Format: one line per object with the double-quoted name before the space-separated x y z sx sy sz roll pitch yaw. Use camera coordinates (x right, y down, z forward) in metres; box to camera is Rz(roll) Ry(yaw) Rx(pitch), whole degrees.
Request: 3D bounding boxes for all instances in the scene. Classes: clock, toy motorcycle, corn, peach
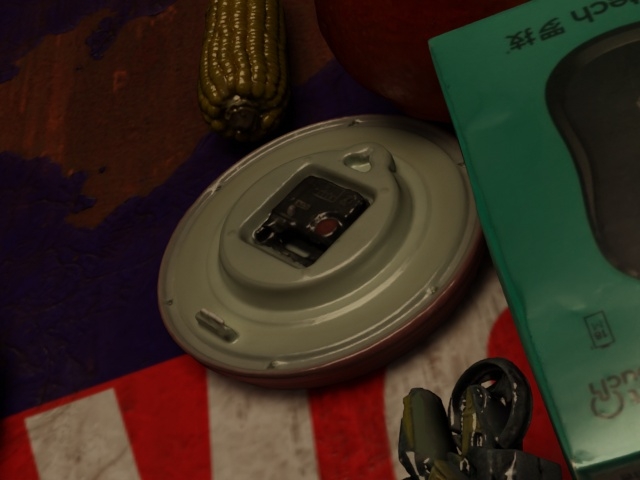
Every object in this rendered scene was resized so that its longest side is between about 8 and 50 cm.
"clock" -0.001 -0.001 0.784 0.244 0.056 0.244 -15 41 13
"toy motorcycle" 0.067 0.156 0.557 0.124 0.061 0.193 -36 44 40
"corn" -0.068 -0.169 0.984 0.080 0.080 0.231 -19 40 10
"peach" 0.124 -0.214 0.798 0.281 0.238 0.280 1 92 23

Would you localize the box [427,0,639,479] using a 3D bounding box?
"box" 0.193 -0.010 0.605 0.205 0.118 0.311 -20 50 11
